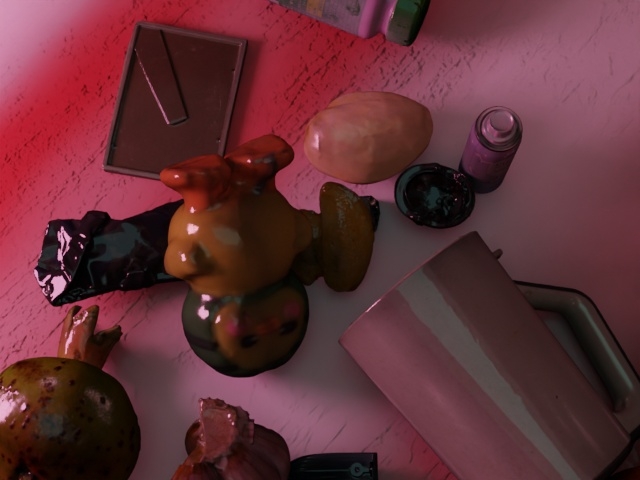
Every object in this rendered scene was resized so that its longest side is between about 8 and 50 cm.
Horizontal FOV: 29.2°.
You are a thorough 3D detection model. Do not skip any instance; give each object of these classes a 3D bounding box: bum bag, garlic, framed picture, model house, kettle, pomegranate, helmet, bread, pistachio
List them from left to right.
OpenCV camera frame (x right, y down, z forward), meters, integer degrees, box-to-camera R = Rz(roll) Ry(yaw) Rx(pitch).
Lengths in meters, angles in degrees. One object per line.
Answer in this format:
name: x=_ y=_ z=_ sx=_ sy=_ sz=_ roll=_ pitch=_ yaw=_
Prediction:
pomegranate: x=-0.341 y=0.243 z=1.727 sx=0.231 sy=0.231 sz=0.286 roll=35 pitch=58 yaw=9
bum bag: x=-0.276 y=0.011 z=1.846 sx=0.310 sy=0.074 sz=0.137 roll=-10 pitch=77 yaw=-17
framed picture: x=-0.229 y=-0.215 z=1.936 sx=0.189 sy=0.023 sz=0.260 roll=9 pitch=75 yaw=3
garlic: x=-0.127 y=0.347 z=1.690 sx=0.160 sy=0.191 sz=0.214 roll=3 pitch=38 yaw=4
bread: x=0.000 y=0.000 z=1.806 sx=0.149 sy=0.188 sz=0.065 roll=20 pitch=37 yaw=15
model house: x=0.053 y=-0.043 z=1.857 sx=0.078 sy=0.083 sz=0.066 roll=-6 pitch=73 yaw=0
pistachio: x=0.073 y=-0.152 z=1.870 sx=0.200 sy=0.117 sz=0.145 roll=-5 pitch=76 yaw=-8
helmet: x=0.175 y=-0.065 z=1.868 sx=0.123 sy=0.070 sz=0.098 roll=16 pitch=85 yaw=11
kettle: x=0.272 y=0.184 z=1.741 sx=0.361 sy=0.250 sz=0.377 roll=-31 pitch=78 yaw=-37

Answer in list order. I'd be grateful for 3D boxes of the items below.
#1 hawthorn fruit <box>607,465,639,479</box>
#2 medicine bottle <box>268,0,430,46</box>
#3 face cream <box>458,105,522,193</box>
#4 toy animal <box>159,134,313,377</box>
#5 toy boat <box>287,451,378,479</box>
hawthorn fruit: x=0.474 y=0.429 z=1.633 sx=0.275 sy=0.299 sz=0.275 roll=8 pitch=70 yaw=-22
medicine bottle: x=0.035 y=-0.400 z=1.929 sx=0.274 sy=0.133 sz=0.133 roll=23 pitch=76 yaw=5
face cream: x=0.250 y=-0.136 z=1.804 sx=0.075 sy=0.229 sz=0.075 roll=0 pitch=75 yaw=1
toy animal: x=-0.122 y=0.028 z=1.758 sx=0.216 sy=0.191 sz=0.338 roll=-16 pitch=109 yaw=-24
toy boat: x=0.012 y=0.334 z=1.770 sx=0.141 sy=0.060 sz=0.055 roll=-3 pitch=75 yaw=7
